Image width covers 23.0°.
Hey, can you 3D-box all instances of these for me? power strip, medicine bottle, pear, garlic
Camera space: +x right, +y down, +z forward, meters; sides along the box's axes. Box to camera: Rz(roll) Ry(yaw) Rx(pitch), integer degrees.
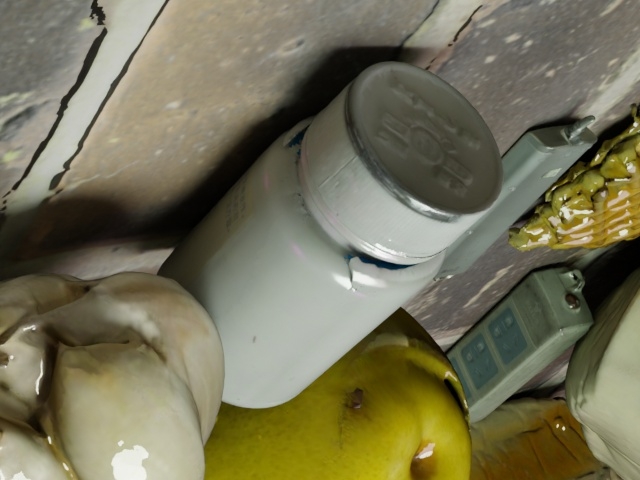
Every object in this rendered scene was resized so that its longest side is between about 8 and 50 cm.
[{"bbox_3d":[0.157,-0.038,1.332,0.060,0.027,0.252,-9,154,-34],"label":"power strip"},{"bbox_3d":[0.000,0.000,1.082,0.143,0.143,0.258,-7,153,-40],"label":"medicine bottle"},{"bbox_3d":[-0.035,0.169,1.319,0.336,0.285,0.285,0,170,24],"label":"pear"},{"bbox_3d":[-0.192,0.120,1.016,0.281,0.185,0.203,-34,140,-7],"label":"garlic"},{"bbox_3d":[0.197,0.118,1.689,0.052,0.078,0.272,-8,154,-33],"label":"power strip"}]

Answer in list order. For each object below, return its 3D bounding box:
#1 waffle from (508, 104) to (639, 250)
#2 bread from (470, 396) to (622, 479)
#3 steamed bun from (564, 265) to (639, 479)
[{"bbox_3d":[0.304,-0.057,1.426,0.254,0.052,0.245,-8,155,-40],"label":"waffle"},{"bbox_3d":[0.220,0.345,2.045,0.388,0.236,0.183,-13,156,-30],"label":"bread"},{"bbox_3d":[0.466,0.160,1.686,0.290,0.371,0.456,-55,164,-11],"label":"steamed bun"}]
